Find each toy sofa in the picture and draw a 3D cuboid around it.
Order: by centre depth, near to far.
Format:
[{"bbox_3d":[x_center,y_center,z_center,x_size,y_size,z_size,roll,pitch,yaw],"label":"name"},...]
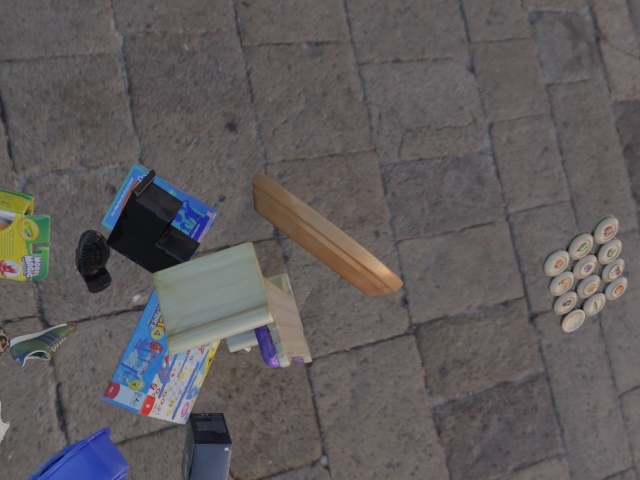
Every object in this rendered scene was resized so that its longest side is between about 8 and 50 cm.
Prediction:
[{"bbox_3d":[-0.123,0.133,0.961,0.150,0.362,0.177,-17,79,2],"label":"toy sofa"}]

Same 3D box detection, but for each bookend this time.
[{"bbox_3d":[-0.278,-0.016,1.072,0.156,0.157,0.072,34,40,-9],"label":"bookend"}]

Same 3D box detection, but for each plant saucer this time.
[{"bbox_3d":[0.000,0.000,0.655,0.200,0.200,0.037,38,88,-12],"label":"plant saucer"}]

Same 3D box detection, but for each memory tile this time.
[{"bbox_3d":[0.339,0.046,0.761,0.113,0.012,0.148,-32,126,-3],"label":"memory tile"}]

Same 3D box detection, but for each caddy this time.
[{"bbox_3d":[-0.681,0.654,1.606,0.179,0.241,0.341,44,54,8],"label":"caddy"}]

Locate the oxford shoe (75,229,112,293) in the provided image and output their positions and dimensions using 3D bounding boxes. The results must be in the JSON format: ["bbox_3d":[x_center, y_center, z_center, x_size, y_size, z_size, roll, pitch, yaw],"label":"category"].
[{"bbox_3d":[-0.571,0.037,1.468,0.083,0.227,0.096,-26,67,-33],"label":"oxford shoe"}]

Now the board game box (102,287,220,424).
[{"bbox_3d":[-0.324,0.243,1.344,0.086,0.308,0.301,18,72,12],"label":"board game box"}]

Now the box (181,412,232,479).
[{"bbox_3d":[-0.281,0.529,1.470,0.093,0.158,0.155,7,99,-19],"label":"box"}]

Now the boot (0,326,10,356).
[{"bbox_3d":[-0.791,0.193,1.090,0.377,0.138,0.284,42,38,-16],"label":"boot"}]

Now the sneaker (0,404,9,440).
[{"bbox_3d":[-0.681,0.414,1.233,0.080,0.212,0.094,25,34,3],"label":"sneaker"}]

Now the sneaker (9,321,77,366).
[{"bbox_3d":[-0.758,0.292,1.658,0.192,0.064,0.086,-14,68,-48],"label":"sneaker"}]

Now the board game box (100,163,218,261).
[{"bbox_3d":[-0.361,-0.051,1.345,0.210,0.047,0.160,31,97,2],"label":"board game box"}]

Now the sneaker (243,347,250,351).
[{"bbox_3d":[-0.240,0.264,1.847,0.107,0.279,0.118,34,77,10],"label":"sneaker"}]

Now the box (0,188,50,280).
[{"bbox_3d":[-0.391,-0.014,0.661,0.179,0.105,0.043,13,37,-13],"label":"box"}]
